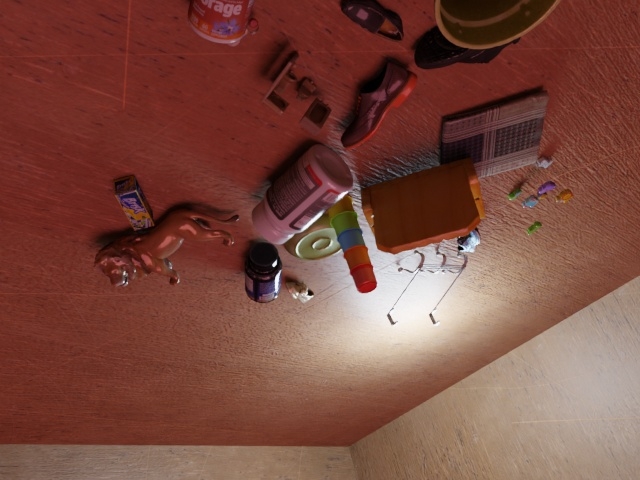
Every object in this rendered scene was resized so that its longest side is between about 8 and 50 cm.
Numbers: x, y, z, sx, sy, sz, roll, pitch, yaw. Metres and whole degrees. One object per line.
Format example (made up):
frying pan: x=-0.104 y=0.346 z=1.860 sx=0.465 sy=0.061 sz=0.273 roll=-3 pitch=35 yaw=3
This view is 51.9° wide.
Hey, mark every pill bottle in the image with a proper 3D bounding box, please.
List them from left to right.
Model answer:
pill bottle: x=-0.179 y=-0.500 z=1.260 sx=0.121 sy=0.121 sz=0.216 roll=-1 pitch=144 yaw=-24
pill bottle: x=-0.188 y=0.104 z=2.158 sx=0.122 sy=0.123 sz=0.219 roll=-10 pitch=147 yaw=-13
pill bottle: x=-0.057 y=-0.123 z=1.846 sx=0.161 sy=0.161 sz=0.283 roll=18 pitch=134 yaw=-43

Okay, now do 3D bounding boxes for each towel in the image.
towel: x=0.513 y=-0.302 z=1.973 sx=0.324 sy=0.056 sz=0.312 roll=-15 pitch=145 yaw=-1

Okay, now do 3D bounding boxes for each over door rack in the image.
over door rack: x=0.400 y=0.176 z=2.542 sx=0.239 sy=0.108 sz=0.324 roll=3 pitch=121 yaw=-30

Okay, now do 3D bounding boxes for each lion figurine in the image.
lion figurine: x=-0.445 y=0.001 z=1.898 sx=0.392 sy=0.142 sz=0.240 roll=-40 pitch=136 yaw=8

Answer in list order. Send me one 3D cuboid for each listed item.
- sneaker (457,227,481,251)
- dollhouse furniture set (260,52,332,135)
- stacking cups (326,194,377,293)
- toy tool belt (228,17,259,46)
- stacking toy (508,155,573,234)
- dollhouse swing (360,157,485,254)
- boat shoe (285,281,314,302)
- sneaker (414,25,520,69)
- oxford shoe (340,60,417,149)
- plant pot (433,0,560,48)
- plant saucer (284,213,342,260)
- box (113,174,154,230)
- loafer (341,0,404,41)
sneaker: x=0.542 y=-0.001 z=2.414 sx=0.073 sy=0.063 sz=0.162 roll=-10 pitch=147 yaw=-6
dollhouse furniture set: x=-0.027 y=-0.351 z=1.538 sx=0.151 sy=0.144 sz=0.123 roll=37 pitch=126 yaw=-10
stacking cups: x=0.093 y=0.009 z=1.973 sx=0.095 sy=0.316 sz=0.096 roll=-11 pitch=145 yaw=-8
toy tool belt: x=-0.177 y=-0.456 z=1.407 sx=0.083 sy=0.051 sz=0.052 roll=-32 pitch=131 yaw=0
stacking toy: x=0.721 y=-0.150 z=2.180 sx=0.052 sy=0.167 sz=0.221 roll=3 pitch=143 yaw=-30
dollhouse swing: x=0.326 y=-0.041 z=1.971 sx=0.346 sy=0.305 sz=0.315 roll=-16 pitch=144 yaw=11
boat shoe: x=-0.073 y=0.179 z=2.388 sx=0.059 sy=0.063 sz=0.170 roll=-28 pitch=156 yaw=11
sneaker: x=0.368 y=-0.471 z=1.593 sx=0.286 sy=0.109 sz=0.130 roll=-19 pitch=154 yaw=6
oxford shoe: x=0.125 y=-0.348 z=1.686 sx=0.098 sy=0.097 sz=0.271 roll=28 pitch=124 yaw=-24
plant pot: x=0.311 y=-0.565 z=1.279 sx=0.275 sy=0.254 sz=0.276 roll=-12 pitch=147 yaw=-8
plant saucer: x=0.000 y=0.000 z=2.174 sx=0.240 sy=0.037 sz=0.241 roll=-12 pitch=147 yaw=-8
box: x=-0.500 y=-0.099 z=1.765 sx=0.059 sy=0.054 sz=0.169 roll=-15 pitch=148 yaw=-4
loafer: x=0.123 y=-0.494 z=1.471 sx=0.170 sy=0.061 sz=0.062 roll=7 pitch=141 yaw=-33
